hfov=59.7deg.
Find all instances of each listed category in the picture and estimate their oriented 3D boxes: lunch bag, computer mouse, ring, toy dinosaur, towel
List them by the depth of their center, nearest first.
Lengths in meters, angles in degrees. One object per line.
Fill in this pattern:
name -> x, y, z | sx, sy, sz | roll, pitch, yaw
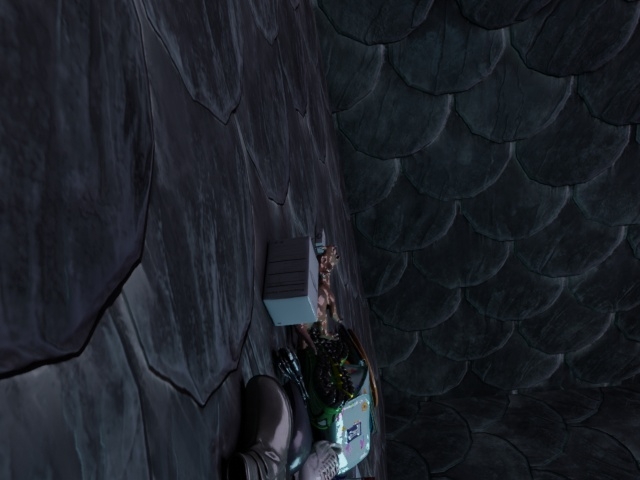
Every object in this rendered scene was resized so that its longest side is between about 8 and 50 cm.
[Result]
computer mouse -> -0.054, 0.380, 1.201 | 0.272, 0.072, 0.189 | -82, 162, -51
toy dinosaur -> -0.029, 0.159, 1.464 | 0.296, 0.127, 0.200 | -66, 142, -51
lunch bag -> 0.067, 0.514, 1.631 | 0.262, 0.160, 0.224 | -56, 146, -71
towel -> 0.146, 0.555, 2.234 | 0.271, 0.040, 0.370 | -130, -155, -62
ring -> 0.160, 0.531, 2.312 | 0.336, 0.032, 0.337 | 162, -90, -79

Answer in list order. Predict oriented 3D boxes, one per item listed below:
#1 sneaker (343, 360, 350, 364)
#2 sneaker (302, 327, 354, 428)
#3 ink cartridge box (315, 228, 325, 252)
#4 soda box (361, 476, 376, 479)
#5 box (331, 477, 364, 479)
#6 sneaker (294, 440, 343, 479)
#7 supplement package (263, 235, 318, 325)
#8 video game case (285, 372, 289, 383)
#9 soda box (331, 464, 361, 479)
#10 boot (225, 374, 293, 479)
sneaker -> 0.063, 0.535, 1.868 | 0.121, 0.099, 0.263 | 81, 12, -71
sneaker -> -0.007, 0.358, 1.509 | 0.146, 0.134, 0.344 | -62, -167, 21
ink cartridge box -> 0.000, 0.000, 2.056 | 0.083, 0.028, 0.048 | -87, 167, -49
soda box -> 0.187, 1.079, 2.200 | 0.263, 0.083, 0.092 | -88, 168, -51
box -> 0.047, 0.744, 1.360 | 0.165, 0.143, 0.271 | 28, 55, -79
sneaker -> -0.004, 0.554, 1.354 | 0.235, 0.094, 0.090 | -50, 134, -76
supplement package -> -0.065, 0.093, 1.294 | 0.105, 0.105, 0.179 | 74, 12, -47
video game case -> -0.067, 0.354, 1.380 | 0.122, 0.011, 0.087 | 75, 12, -44
soda box -> 0.085, 0.792, 1.718 | 0.091, 0.098, 0.286 | -85, 165, -50
boot -> -0.105, 0.349, 0.925 | 0.161, 0.083, 0.247 | 37, 45, -70
